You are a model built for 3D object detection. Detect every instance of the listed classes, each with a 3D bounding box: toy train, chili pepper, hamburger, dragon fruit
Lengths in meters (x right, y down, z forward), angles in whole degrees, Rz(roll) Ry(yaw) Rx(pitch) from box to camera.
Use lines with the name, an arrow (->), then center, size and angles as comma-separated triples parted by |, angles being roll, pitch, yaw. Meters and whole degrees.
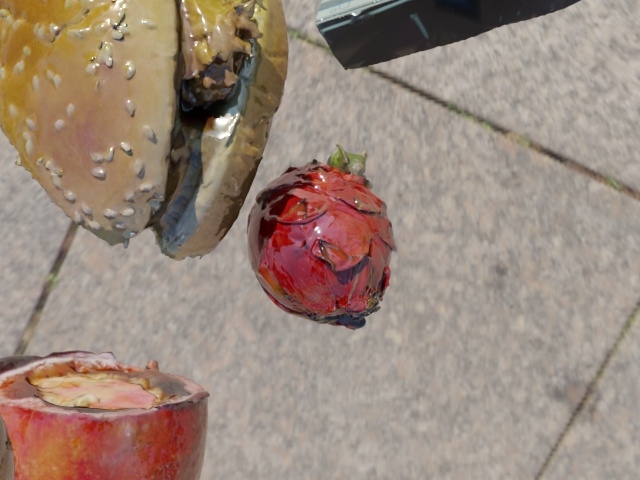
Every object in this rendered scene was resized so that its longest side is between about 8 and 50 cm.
toy train -> 0.119, -0.187, 0.996 | 0.251, 0.048, 0.055 | -13, 130, 26
chili pepper -> -0.257, 0.287, 1.536 | 0.229, 0.251, 0.305 | 21, 115, 35
hamburger -> -0.188, -0.232, 1.409 | 0.287, 0.268, 0.445 | -38, 58, 31
dragon fruit -> 0.000, 0.000, 1.522 | 0.172, 0.210, 0.172 | -2, 153, -1

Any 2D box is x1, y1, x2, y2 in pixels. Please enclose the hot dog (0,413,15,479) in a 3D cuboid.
hot dog -> -0.186, 0.035, 0.430 | 0.115, 0.072, 0.269 | -29, 135, -5
